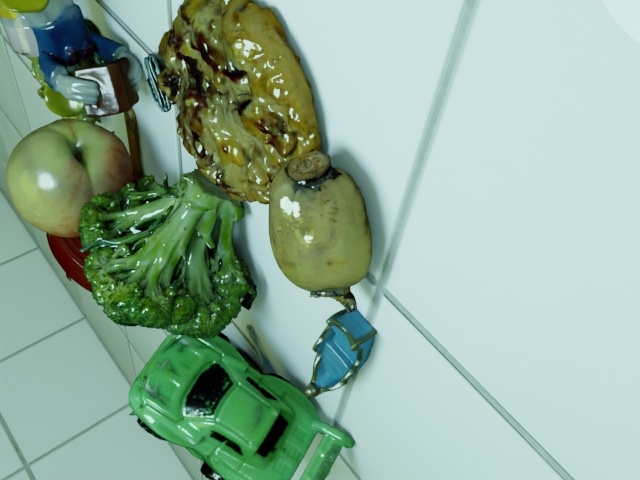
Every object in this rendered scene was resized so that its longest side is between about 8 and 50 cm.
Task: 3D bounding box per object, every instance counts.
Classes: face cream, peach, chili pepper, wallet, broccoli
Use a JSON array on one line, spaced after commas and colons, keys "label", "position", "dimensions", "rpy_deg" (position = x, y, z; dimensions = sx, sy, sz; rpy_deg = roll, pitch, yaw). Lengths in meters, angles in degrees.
[{"label": "face cream", "position": [-0.564, -0.475, 1.176], "dimensions": [0.107, 0.073, 0.269], "rpy_deg": [28, 136, 38]}, {"label": "peach", "position": [-0.458, -0.106, 1.175], "dimensions": [0.232, 0.232, 0.233], "rpy_deg": [39, 145, 35]}, {"label": "chili pepper", "position": [-0.432, -0.371, 1.227], "dimensions": [0.055, 0.035, 0.118], "rpy_deg": [-19, 103, 45]}, {"label": "wallet", "position": [-0.258, -0.248, 1.019], "dimensions": [0.129, 0.026, 0.088], "rpy_deg": [-130, 21, -68]}, {"label": "broccoli", "position": [-0.251, 0.006, 1.069], "dimensions": [0.321, 0.303, 0.283], "rpy_deg": [48, 119, 19]}]

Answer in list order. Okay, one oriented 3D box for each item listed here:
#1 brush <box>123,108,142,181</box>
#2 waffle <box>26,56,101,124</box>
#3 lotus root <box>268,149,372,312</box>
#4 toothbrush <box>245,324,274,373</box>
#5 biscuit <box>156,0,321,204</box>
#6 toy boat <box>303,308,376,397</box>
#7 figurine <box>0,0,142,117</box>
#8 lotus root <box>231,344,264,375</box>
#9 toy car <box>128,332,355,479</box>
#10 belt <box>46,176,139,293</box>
[{"label": "brush", "position": [-0.392, -0.164, 1.373], "dimensions": [0.090, 0.017, 0.314], "rpy_deg": [43, 147, 25]}, {"label": "waffle", "position": [-0.565, -0.390, 1.392], "dimensions": [0.297, 0.073, 0.317], "rpy_deg": [36, 141, 40]}, {"label": "lotus root", "position": [0.000, 0.000, 0.774], "dimensions": [0.125, 0.118, 0.221], "rpy_deg": [-129, 26, -53]}, {"label": "toothbrush", "position": [-0.107, 0.238, 1.271], "dimensions": [0.017, 0.014, 0.162], "rpy_deg": [-17, 100, 42]}, {"label": "biscuit", "position": [-0.124, -0.178, 0.853], "dimensions": [0.334, 0.081, 0.290], "rpy_deg": [-7, 111, 59]}, {"label": "toy boat", "position": [0.019, 0.169, 0.930], "dimensions": [0.075, 0.077, 0.185], "rpy_deg": [49, 150, 20]}, {"label": "figurine", "position": [-0.418, -0.331, 1.123], "dimensions": [0.283, 0.204, 0.338], "rpy_deg": [48, 154, -7]}, {"label": "lotus root", "position": [-0.205, 0.309, 1.348], "dimensions": [0.291, 0.193, 0.193], "rpy_deg": [28, 138, 42]}, {"label": "toy car", "position": [-0.141, 0.305, 1.113], "dimensions": [0.358, 0.213, 0.176], "rpy_deg": [40, 155, -11]}, {"label": "belt", "position": [-0.428, -0.003, 1.343], "dimensions": [0.324, 0.227, 0.115], "rpy_deg": [48, 147, 3]}]
